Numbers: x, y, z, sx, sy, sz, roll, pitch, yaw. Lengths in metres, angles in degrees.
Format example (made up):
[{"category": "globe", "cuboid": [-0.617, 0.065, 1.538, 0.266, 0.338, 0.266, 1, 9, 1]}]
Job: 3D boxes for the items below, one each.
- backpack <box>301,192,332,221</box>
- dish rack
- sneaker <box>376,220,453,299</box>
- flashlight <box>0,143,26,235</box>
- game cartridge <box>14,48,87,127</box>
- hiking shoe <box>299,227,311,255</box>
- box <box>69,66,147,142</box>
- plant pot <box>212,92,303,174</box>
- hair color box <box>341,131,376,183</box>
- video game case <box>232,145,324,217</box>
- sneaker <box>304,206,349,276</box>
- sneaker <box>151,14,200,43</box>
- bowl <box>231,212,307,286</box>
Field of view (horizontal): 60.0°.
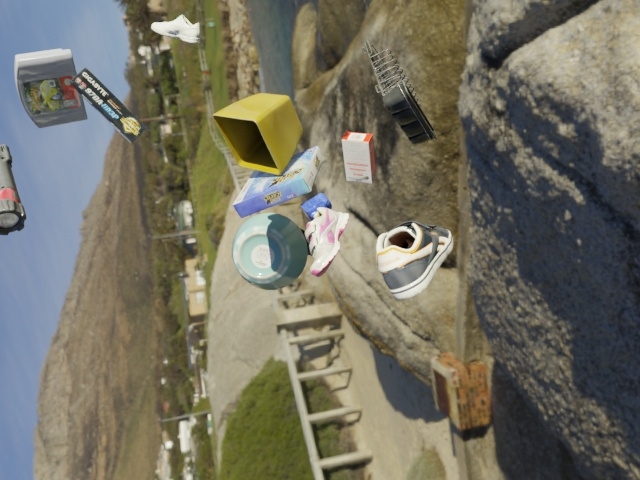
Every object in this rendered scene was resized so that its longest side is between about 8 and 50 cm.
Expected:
[{"category": "backpack", "cuboid": [-0.006, -0.141, 2.468, 0.101, 0.120, 0.098, 48, 173, 30]}, {"category": "dish rack", "cuboid": [0.196, -0.387, 1.413, 0.208, 0.074, 0.271, 41, -150, -50]}, {"category": "sneaker", "cuboid": [0.219, 0.008, 1.279, 0.127, 0.126, 0.321, 59, -151, -8]}, {"category": "flashlight", "cuboid": [-0.927, -0.151, 1.596, 0.304, 0.103, 0.103, 54, 130, 33]}, {"category": "game cartridge", "cuboid": [-0.923, -0.510, 1.894, 0.294, 0.196, 0.060, 104, 147, -54]}, {"category": "hiking shoe", "cuboid": [-0.110, -0.019, 2.323, 0.114, 0.227, 0.086, 87, -155, -47]}, {"category": "box", "cuboid": [-0.482, -0.302, 1.277, 0.175, 0.051, 0.220, 47, 173, -18]}, {"category": "plant pot", "cuboid": [-0.182, -0.366, 1.812, 0.212, 0.187, 0.212, 17, 145, 39]}, {"category": "hair color box", "cuboid": [0.128, -0.270, 1.820, 0.053, 0.093, 0.167, -62, -27, -42]}, {"category": "video game case", "cuboid": [-0.136, -0.199, 1.847, 0.061, 0.270, 0.244, 59, -154, -26]}, {"category": "sneaker", "cuboid": [0.000, 0.000, 1.638, 0.103, 0.111, 0.252, 120, 172, -46]}, {"category": "sneaker", "cuboid": [-0.570, -0.853, 2.206, 0.080, 0.212, 0.094, -55, -20, -62]}, {"category": "bowl", "cuboid": [-0.214, 0.049, 2.139, 0.163, 0.312, 0.311, -25, -73, -82]}]
